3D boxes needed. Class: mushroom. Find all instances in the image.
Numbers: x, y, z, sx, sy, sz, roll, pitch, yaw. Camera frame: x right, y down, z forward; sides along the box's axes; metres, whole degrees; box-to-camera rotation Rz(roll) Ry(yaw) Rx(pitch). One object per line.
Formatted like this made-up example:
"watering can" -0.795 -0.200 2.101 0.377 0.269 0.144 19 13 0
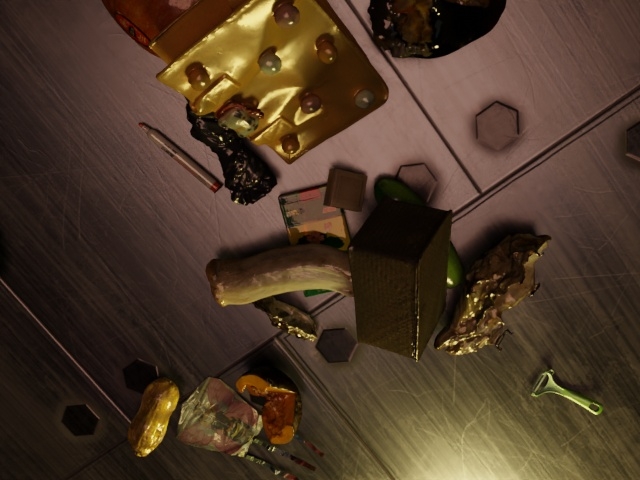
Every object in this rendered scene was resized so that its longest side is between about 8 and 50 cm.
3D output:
"mushroom" -0.072 0.072 1.260 0.351 0.095 0.123 -4 81 12

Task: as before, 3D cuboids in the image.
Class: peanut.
"peanut" -0.399 0.418 1.421 0.087 0.087 0.207 23 103 -3

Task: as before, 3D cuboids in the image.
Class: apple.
"apple" -0.255 -0.457 1.076 0.250 0.277 0.309 -24 99 44

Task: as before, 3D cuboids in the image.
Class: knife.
"knife" 0.570 0.352 1.371 0.166 0.022 0.078 23 112 -2

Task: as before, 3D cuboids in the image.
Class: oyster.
"oyster" 0.369 0.120 1.268 0.133 0.197 0.337 45 122 36
"oyster" -0.077 0.175 1.325 0.177 0.105 0.056 28 97 -30

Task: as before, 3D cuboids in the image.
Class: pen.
"pen" -0.301 -0.179 1.275 0.218 0.026 0.026 40 104 -8

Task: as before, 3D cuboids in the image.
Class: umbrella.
"umbrella" -0.197 -0.201 1.216 0.110 0.122 0.272 -19 114 31

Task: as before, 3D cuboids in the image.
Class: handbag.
"handbag" -0.072 -0.289 1.058 0.283 0.401 0.133 -31 62 18

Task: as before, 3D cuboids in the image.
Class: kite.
"kite" -0.176 0.481 1.458 0.360 0.022 0.204 30 105 -1

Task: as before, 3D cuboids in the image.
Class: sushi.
"sushi" 0.215 -0.451 1.092 0.213 0.204 0.200 27 139 33

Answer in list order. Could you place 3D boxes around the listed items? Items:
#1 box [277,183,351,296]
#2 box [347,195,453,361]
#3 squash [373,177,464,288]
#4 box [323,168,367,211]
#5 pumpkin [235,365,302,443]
"box" 0.000 0.000 1.302 0.132 0.034 0.235 -13 104 8
"box" 0.160 0.076 1.178 0.143 0.184 0.273 14 132 25
"squash" 0.216 -0.016 1.260 0.082 0.082 0.292 -36 101 12
"box" 0.052 -0.106 1.243 0.079 0.035 0.083 10 90 -29
"pumpkin" -0.104 0.359 1.370 0.119 0.107 0.184 -17 104 39
